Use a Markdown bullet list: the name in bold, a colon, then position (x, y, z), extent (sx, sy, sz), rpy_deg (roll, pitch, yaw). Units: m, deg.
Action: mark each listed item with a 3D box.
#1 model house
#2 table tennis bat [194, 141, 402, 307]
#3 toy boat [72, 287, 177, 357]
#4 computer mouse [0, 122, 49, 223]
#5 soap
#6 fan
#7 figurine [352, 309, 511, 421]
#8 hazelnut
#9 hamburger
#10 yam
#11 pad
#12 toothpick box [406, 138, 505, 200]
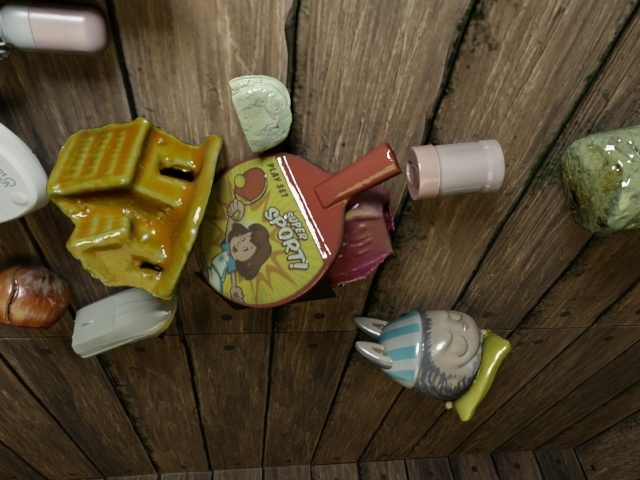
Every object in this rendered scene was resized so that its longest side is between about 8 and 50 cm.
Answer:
- **model house**: position (-0.310, -0.063, 0.715), extent (0.239, 0.267, 0.173), rpy_deg (19, 153, -24)
- **table tennis bat**: position (-0.053, -0.040, 0.763), extent (0.415, 0.268, 0.051), rpy_deg (-28, 171, 20)
- **toy boat**: position (-0.443, 0.189, 1.038), extent (0.270, 0.140, 0.140), rpy_deg (-13, 138, 4)
- **computer mouse**: position (-0.571, -0.103, 0.698), extent (0.297, 0.121, 0.184), rpy_deg (-19, 125, 9)
- **soap**: position (0.000, 0.000, 0.890), extent (0.325, 0.127, 0.220), rpy_deg (-20, 139, 13)
- **fan**: position (-0.407, -0.277, 0.568), extent (0.245, 0.074, 0.130), rpy_deg (-1, 127, -14)
- **figurine**: position (0.272, 0.287, 1.242), extent (0.378, 0.266, 0.361), rpy_deg (30, 164, 6)
- **hazelnut**: position (-0.623, 0.120, 0.947), extent (0.154, 0.143, 0.143), rpy_deg (23, 131, -40)
- **hamburger**: position (-0.087, -0.207, 0.701), extent (0.084, 0.054, 0.121), rpy_deg (-13, 131, 9)
- **yam**: position (0.605, -0.124, 0.785), extent (0.300, 0.195, 0.195), rpy_deg (-14, 138, 7)
- **pad**: position (-0.106, 0.088, 0.876), extent (0.243, 0.004, 0.163), rpy_deg (-10, 141, 19)
- **toothpick box**: position (0.239, -0.127, 0.796), extent (0.149, 0.098, 0.098), rpy_deg (-6, 138, -2)
